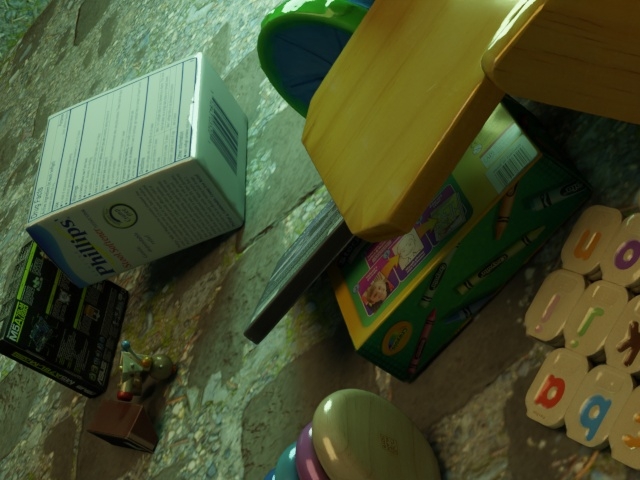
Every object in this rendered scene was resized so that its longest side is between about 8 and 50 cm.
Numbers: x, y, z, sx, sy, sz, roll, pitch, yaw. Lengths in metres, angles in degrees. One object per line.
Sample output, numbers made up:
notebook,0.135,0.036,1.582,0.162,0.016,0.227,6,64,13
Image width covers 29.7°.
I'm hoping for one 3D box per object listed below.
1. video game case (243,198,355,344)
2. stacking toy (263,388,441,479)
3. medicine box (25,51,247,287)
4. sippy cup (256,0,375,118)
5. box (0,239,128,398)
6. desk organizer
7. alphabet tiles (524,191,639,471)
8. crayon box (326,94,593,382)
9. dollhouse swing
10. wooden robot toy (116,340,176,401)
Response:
video game case,0.000,0.000,1.398,0.196,0.026,0.274,-49,5,16
stacking toy,-0.034,0.295,1.177,0.330,0.141,0.141,-49,29,27
medicine box,-0.270,-0.107,1.811,0.289,0.149,0.263,-21,41,16
sippy cup,0.075,-0.269,1.476,0.224,0.306,0.240,-59,-16,-25
box,-0.392,0.118,1.835,0.045,0.184,0.190,-33,38,40
desk organizer,-0.265,0.253,1.649,0.130,0.047,0.050,-5,55,56
alphabet tiles,0.288,0.051,1.013,0.278,0.021,0.284,-60,29,-5
crayon box,0.133,-0.010,1.252,0.278,0.081,0.165,-48,29,17
dollhouse swing,0.192,-0.155,1.181,0.347,0.315,0.304,-118,42,-58
wooden robot toy,-0.239,0.185,1.664,0.173,0.079,0.076,130,143,-75
